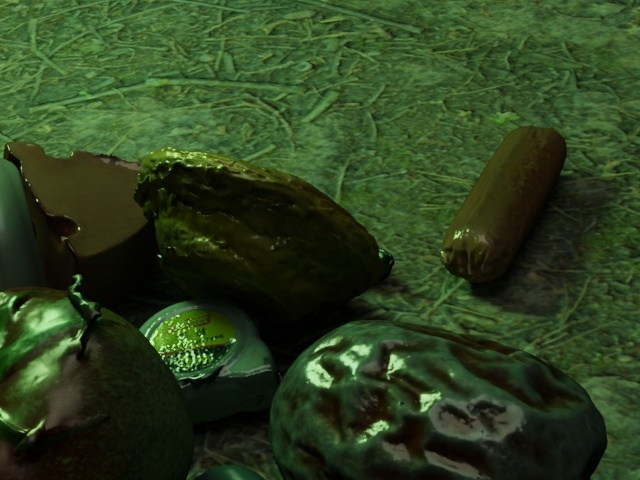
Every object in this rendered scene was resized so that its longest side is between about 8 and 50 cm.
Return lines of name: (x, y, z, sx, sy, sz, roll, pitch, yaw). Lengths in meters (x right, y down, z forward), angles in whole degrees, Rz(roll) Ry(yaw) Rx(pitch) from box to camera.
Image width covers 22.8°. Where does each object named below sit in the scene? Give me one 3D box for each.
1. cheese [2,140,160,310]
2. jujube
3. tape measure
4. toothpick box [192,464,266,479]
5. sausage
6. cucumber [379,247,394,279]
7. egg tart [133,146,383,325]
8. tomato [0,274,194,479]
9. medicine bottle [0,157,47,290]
cheese: (-0.271, -0.004, 1.794, 0.202, 0.128, 0.177, 10, 41, -10)
jujube: (0.102, 0.185, 1.438, 0.308, 0.215, 0.246, 12, 35, 20)
tape measure: (-0.206, 0.150, 1.648, 0.330, 0.084, 0.164, -13, 35, -1)
toothpick box: (-0.057, 0.283, 1.402, 0.120, 0.120, 0.184, -18, 33, -19)
sausage: (0.219, -0.047, 1.873, 0.086, 0.086, 0.289, 11, 38, 20)
cucumber: (0.000, 0.000, 1.866, 0.070, 0.046, 0.220, -25, 38, -24)
egg tart: (-0.078, 0.009, 1.700, 0.294, 0.294, 0.123, 14, 73, 24)
tomato: (-0.264, 0.191, 1.429, 0.303, 0.239, 0.304, -16, 44, 16)
medicine bottle: (-0.444, 0.055, 1.655, 0.306, 0.245, 0.245, -13, 36, -11)
